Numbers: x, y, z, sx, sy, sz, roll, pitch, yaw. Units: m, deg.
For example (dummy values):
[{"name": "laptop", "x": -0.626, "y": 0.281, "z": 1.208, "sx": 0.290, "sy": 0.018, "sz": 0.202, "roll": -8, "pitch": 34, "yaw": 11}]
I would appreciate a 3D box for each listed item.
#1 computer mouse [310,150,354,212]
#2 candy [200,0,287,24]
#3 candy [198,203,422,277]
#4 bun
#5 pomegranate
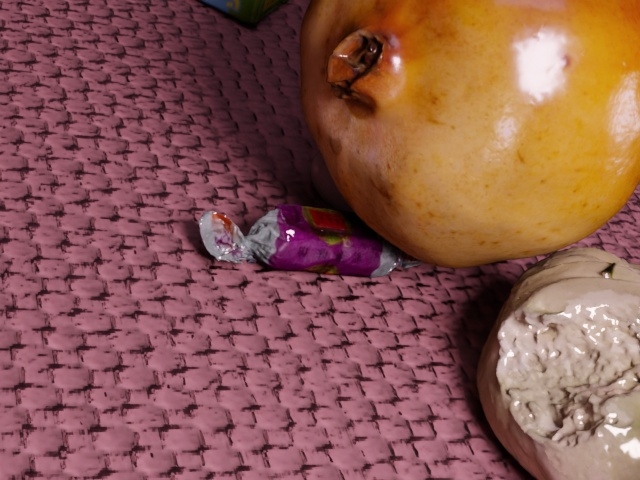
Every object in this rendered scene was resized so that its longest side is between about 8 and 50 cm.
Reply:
[{"name": "computer mouse", "x": 0.038, "y": -0.045, "z": 0.908, "sx": 0.096, "sy": 0.039, "sz": 0.066, "roll": 32, "pitch": 36, "yaw": 14}, {"name": "candy", "x": -0.121, "y": -0.284, "z": 1.129, "sx": 0.195, "sy": 0.062, "sz": 0.097, "roll": 27, "pitch": 35, "yaw": 9}, {"name": "candy", "x": 0.000, "y": 0.000, "z": 0.824, "sx": 0.175, "sy": 0.043, "sz": 0.045, "roll": 5, "pitch": 40, "yaw": -29}, {"name": "bun", "x": 0.212, "y": 0.085, "z": 0.760, "sx": 0.210, "sy": 0.116, "sz": 0.237, "roll": 33, "pitch": 35, "yaw": 17}, {"name": "pomegranate", "x": 0.105, "y": -0.109, "z": 0.799, "sx": 0.264, "sy": 0.264, "sz": 0.264, "roll": 14, "pitch": 35, "yaw": -10}]
